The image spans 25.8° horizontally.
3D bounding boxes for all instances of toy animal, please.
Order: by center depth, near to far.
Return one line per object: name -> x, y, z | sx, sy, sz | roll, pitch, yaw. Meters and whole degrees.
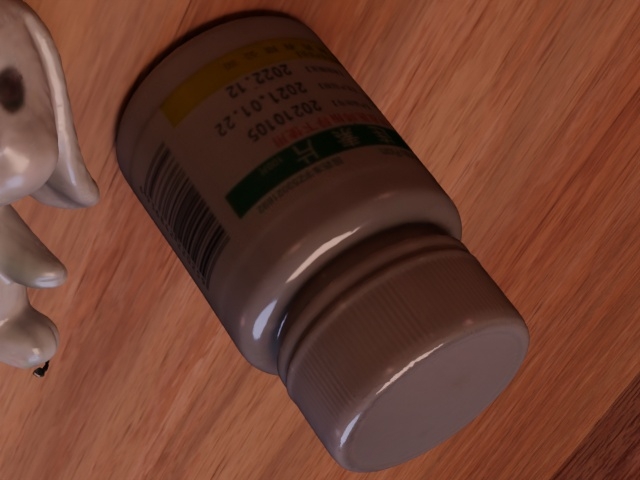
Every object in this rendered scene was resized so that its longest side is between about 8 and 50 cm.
toy animal -> -0.261, -0.042, 0.966 | 0.249, 0.174, 0.289 | 21, 120, -43

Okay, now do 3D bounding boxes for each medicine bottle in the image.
medicine bottle -> 0.000, 0.000, 1.120 | 0.208, 0.339, 0.208 | -27, 149, -17
